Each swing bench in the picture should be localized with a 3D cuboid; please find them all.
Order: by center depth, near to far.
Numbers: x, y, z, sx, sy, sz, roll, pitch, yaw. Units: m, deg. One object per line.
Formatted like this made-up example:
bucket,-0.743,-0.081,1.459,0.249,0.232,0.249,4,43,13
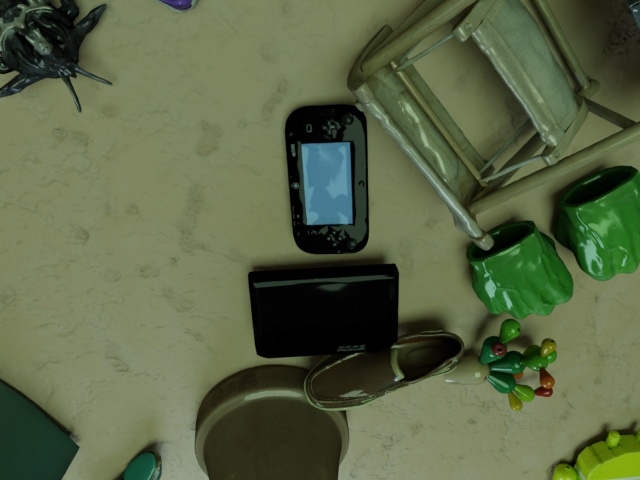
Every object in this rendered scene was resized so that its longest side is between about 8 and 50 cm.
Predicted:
swing bench,0.200,-0.173,0.569,0.255,0.165,0.253,-37,116,17

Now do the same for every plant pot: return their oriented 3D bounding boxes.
plant pot,-0.520,0.309,0.708,0.166,0.165,0.234,-27,108,6
plant pot,-0.070,0.366,0.756,0.263,0.229,0.263,-3,115,-6

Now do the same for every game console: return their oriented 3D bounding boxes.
game console,0.000,0.000,0.672,0.213,0.044,0.361,-4,111,-2

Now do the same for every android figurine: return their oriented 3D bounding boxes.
android figurine,0.597,0.492,1.002,0.248,0.056,0.272,-4,117,-6

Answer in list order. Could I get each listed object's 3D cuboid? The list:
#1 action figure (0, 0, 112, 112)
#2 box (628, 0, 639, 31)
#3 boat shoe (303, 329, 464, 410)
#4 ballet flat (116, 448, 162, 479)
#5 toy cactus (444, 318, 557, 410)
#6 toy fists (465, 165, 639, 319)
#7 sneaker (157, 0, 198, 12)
action figure,-0.332,-0.247,0.472,0.164,0.141,0.275,-42,113,0
box,0.398,-0.237,0.532,0.059,0.183,0.233,-14,139,45
boat shoe,0.099,0.188,0.748,0.258,0.095,0.095,-17,160,-11
ballet flat,-0.322,0.430,0.853,0.188,0.070,0.070,-43,114,15
toy cactus,0.297,0.216,0.804,0.181,0.112,0.219,-15,139,18
toy fists,0.356,0.013,0.717,0.279,0.096,0.142,-31,108,9
sneaker,-0.201,-0.302,0.499,0.170,0.071,0.068,27,110,-18
